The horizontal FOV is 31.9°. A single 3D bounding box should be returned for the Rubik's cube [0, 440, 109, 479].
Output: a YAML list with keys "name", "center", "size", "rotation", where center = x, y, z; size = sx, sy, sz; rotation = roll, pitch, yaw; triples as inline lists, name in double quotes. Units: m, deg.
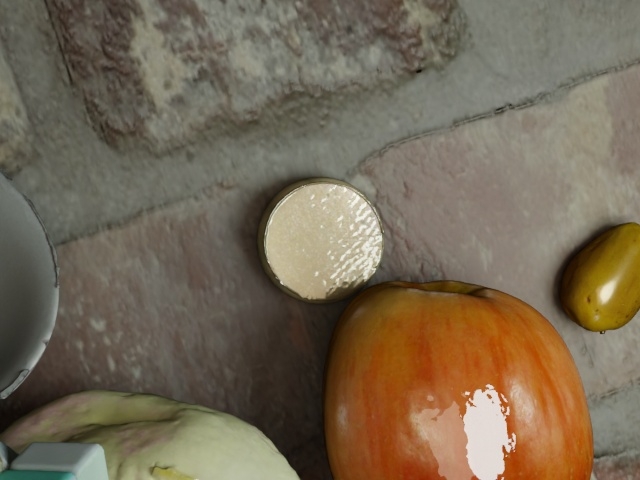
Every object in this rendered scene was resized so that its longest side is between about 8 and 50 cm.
- name: "Rubik's cube"
  center: [-0.272, 0.249, 0.778]
  size: [0.213, 0.224, 0.265]
  rotation: [-1, 105, 16]

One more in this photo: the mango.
- name: "mango"
  center: [0.284, 0.036, 1.092]
  size: [0.080, 0.060, 0.114]
  rotation: [25, 85, -10]

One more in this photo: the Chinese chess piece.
- name: "Chinese chess piece"
  center: [0.000, 0.000, 1.063]
  size: [0.122, 0.051, 0.122]
  rotation: [0, 91, -9]

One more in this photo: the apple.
- name: "apple"
  center: [0.118, 0.150, 0.991]
  size: [0.242, 0.242, 0.241]
  rotation: [-10, 91, -6]

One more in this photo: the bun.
- name: "bun"
  center: [-0.148, 0.291, 0.976]
  size: [0.361, 0.213, 0.361]
  rotation: [2, 101, 12]

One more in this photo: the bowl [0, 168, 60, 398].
- name: "bowl"
  center: [-0.407, 0.059, 0.937]
  size: [0.345, 0.345, 0.157]
  rotation: [27, 132, -7]
